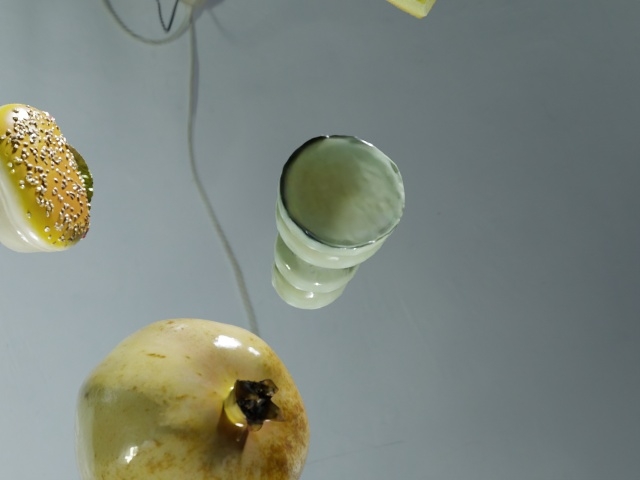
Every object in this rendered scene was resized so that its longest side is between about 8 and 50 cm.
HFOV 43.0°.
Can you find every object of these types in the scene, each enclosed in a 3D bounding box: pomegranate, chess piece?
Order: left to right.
[{"bbox_3d":[-0.157,0.241,1.040,0.319,0.319,0.319,6,72,-19],"label":"pomegranate"},{"bbox_3d":[0.000,0.000,0.907,0.133,0.243,0.133,5,63,-10],"label":"chess piece"}]

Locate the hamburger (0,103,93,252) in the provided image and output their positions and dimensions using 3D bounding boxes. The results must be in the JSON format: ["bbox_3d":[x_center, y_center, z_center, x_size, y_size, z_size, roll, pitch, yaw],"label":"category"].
[{"bbox_3d":[-0.396,-0.084,1.122,0.116,0.173,0.210,-15,96,10],"label":"hamburger"}]

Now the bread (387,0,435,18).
[{"bbox_3d":[0.134,-0.358,0.875,0.088,0.049,0.226,30,91,9],"label":"bread"}]
